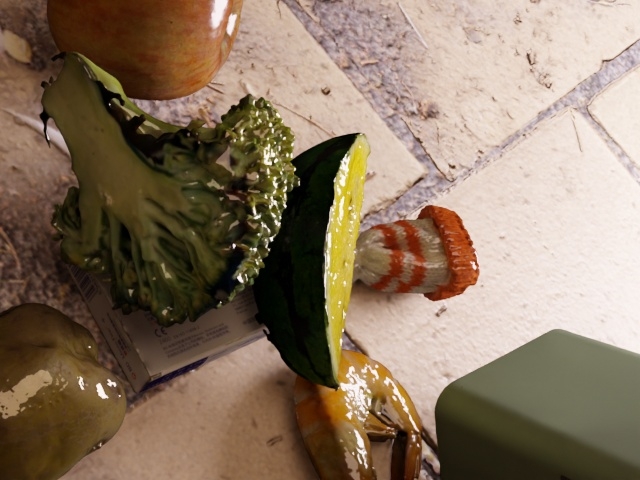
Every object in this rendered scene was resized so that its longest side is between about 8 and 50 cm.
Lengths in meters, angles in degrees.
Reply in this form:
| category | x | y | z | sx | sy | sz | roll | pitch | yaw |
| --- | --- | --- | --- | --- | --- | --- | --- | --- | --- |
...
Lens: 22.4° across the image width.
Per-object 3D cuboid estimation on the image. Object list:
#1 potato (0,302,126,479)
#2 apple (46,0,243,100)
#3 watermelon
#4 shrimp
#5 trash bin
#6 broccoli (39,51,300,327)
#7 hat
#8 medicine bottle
| category | x | y | z | sx | sy | sz | roll | pitch | yaw |
| --- | --- | --- | --- | --- | --- | --- | --- | --- | --- |
| potato | -0.276 | 0.145 | 1.451 | 0.200 | 0.137 | 0.154 | -21 | 42 | -32 |
| apple | -0.176 | -0.249 | 1.666 | 0.187 | 0.211 | 0.211 | 15 | 56 | 6 |
| watermelon | 0.000 | 0.000 | 1.626 | 0.129 | 0.123 | 0.301 | 36 | 48 | -37 |
| shrimp | 0.043 | 0.216 | 1.609 | 0.150 | 0.068 | 0.249 | 13 | 54 | -25 |
| trash bin | 0.298 | 0.224 | 1.561 | 0.223 | 0.343 | 0.158 | -24 | 117 | -34 |
| broccoli | -0.133 | -0.066 | 1.531 | 0.180 | 0.242 | 0.273 | -24 | 80 | -54 |
| hat | 0.075 | 0.019 | 1.716 | 0.162 | 0.094 | 0.112 | 0 | 38 | -19 |
| medicine bottle | -0.134 | 0.040 | 1.624 | 0.201 | 0.052 | 0.171 | -24 | 76 | -33 |
